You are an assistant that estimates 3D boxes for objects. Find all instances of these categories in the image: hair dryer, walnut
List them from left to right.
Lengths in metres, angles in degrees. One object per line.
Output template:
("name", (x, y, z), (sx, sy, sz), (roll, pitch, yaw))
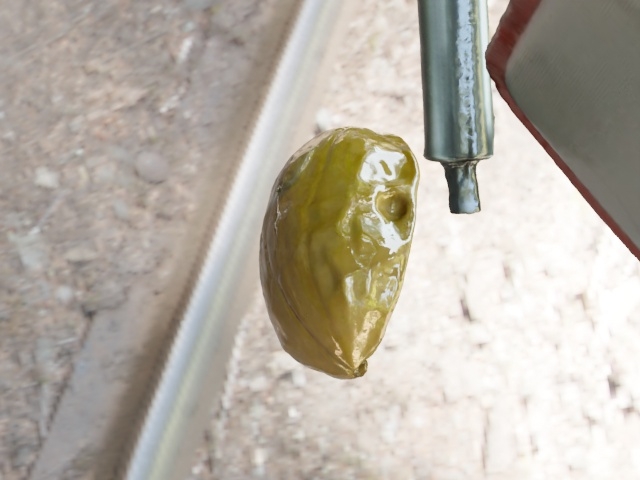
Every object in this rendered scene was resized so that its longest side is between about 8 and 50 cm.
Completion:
("walnut", (0.000, 0.000, 0.690), (0.052, 0.091, 0.121), (18, 55, -19))
("hair dryer", (0.144, -0.188, 1.012), (0.155, 0.320, 0.284), (-88, 165, -64))

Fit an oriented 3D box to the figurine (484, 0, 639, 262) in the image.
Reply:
("figurine", (0.198, -0.071, 0.456), (0.226, 0.160, 0.183), (-39, 85, -8))
